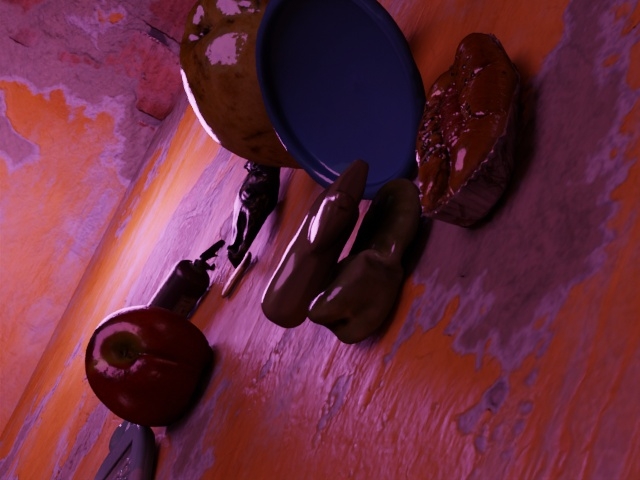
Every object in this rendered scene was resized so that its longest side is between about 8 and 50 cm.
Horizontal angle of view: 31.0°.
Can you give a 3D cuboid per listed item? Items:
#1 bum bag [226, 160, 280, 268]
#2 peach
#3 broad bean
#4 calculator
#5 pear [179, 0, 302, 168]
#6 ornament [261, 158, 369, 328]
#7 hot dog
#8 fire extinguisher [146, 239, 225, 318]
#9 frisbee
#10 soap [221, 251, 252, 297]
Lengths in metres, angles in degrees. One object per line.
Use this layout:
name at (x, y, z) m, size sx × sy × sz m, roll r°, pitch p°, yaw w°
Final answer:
bum bag at (-0.102, -0.071, 1.866) m, size 0.102 × 0.069 × 0.248 m, roll -43°, pitch 26°, yaw 41°
peach at (-0.257, 0.197, 1.785) m, size 0.196 × 0.226 × 0.190 m, roll -20°, pitch 66°, yaw 9°
broad bean at (0.055, 0.026, 1.294) m, size 0.153 × 0.072 × 0.207 m, roll -37°, pitch 18°, yaw 50°
calculator at (-0.311, 0.386, 1.782) m, size 0.184 × 0.042 × 0.295 m, roll -52°, pitch 22°, yaw 25°
pear at (-0.057, -0.252, 1.666) m, size 0.304 × 0.304 × 0.304 m, roll -52°, pitch 19°, yaw 26°
ornament at (0.000, 0.000, 1.359) m, size 0.230 × 0.061 × 0.245 m, roll -61°, pitch 1°, yaw 13°
hot dog at (0.157, -0.125, 1.214) m, size 0.144 × 0.075 × 0.268 m, roll -52°, pitch 17°, yaw 35°
fire extinguisher at (-0.243, 0.091, 2.026) m, size 0.231 × 0.071 × 0.099 m, roll -53°, pitch -9°, yaw 20°
frisbee at (0.030, -0.189, 1.423) m, size 0.049 × 0.289 × 0.289 m, roll -29°, pitch -4°, yaw -36°
soap at (-0.134, 0.056, 1.851) m, size 0.089 × 0.012 × 0.034 m, roll -56°, pitch 18°, yaw 15°
